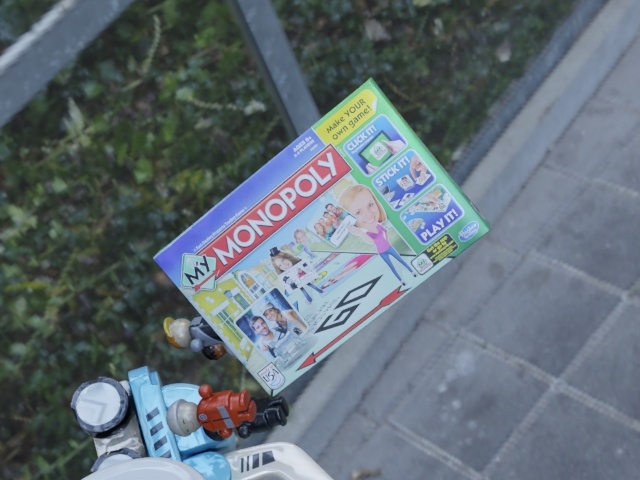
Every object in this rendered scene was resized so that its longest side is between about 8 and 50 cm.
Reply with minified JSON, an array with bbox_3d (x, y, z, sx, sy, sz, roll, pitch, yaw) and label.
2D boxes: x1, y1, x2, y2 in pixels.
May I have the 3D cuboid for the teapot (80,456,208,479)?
[{"bbox_3d":[-0.213,0.394,1.317,0.253,0.187,0.256,1,33,29],"label":"teapot"}]

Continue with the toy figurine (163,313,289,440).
[{"bbox_3d":[-0.159,0.219,1.794,0.148,0.213,0.209,-14,75,19],"label":"toy figurine"}]

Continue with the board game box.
[{"bbox_3d":[0.000,0.000,1.248,0.317,0.213,0.046,-39,6,11],"label":"board game box"}]

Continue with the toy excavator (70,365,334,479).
[{"bbox_3d":[-0.189,0.407,2.050,0.445,0.222,0.433,-19,66,-6],"label":"toy excavator"}]
